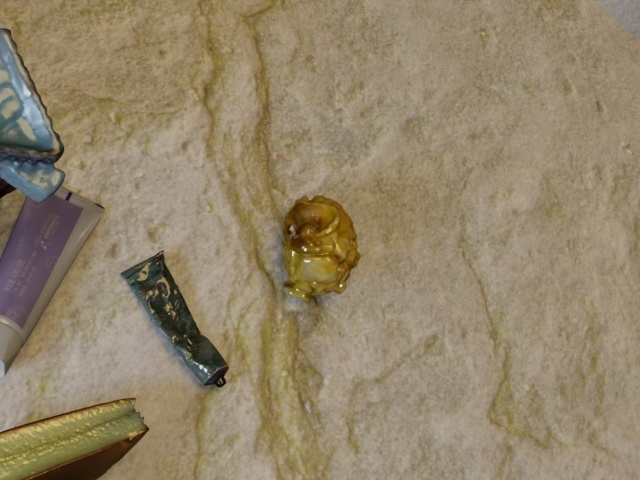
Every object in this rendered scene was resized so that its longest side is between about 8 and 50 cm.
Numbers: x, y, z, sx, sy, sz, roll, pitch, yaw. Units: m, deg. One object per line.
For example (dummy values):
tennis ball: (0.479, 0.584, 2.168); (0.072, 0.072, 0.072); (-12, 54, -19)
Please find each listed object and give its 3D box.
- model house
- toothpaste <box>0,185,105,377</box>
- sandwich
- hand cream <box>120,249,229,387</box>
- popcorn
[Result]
model house: (-0.558, -0.144, 1.585); (0.339, 0.360, 0.297); (38, 62, -21)
toothpaste: (-0.444, 0.045, 1.682); (0.125, 0.080, 0.371); (26, 47, -12)
sandwich: (-0.374, 0.301, 1.547); (0.258, 0.096, 0.094); (-13, 62, -33)
hand cream: (-0.224, 0.131, 1.759); (0.075, 0.052, 0.248); (-24, 75, -38)
popcorn: (0.001, 0.017, 1.889); (0.140, 0.163, 0.194); (-3, 24, -2)
